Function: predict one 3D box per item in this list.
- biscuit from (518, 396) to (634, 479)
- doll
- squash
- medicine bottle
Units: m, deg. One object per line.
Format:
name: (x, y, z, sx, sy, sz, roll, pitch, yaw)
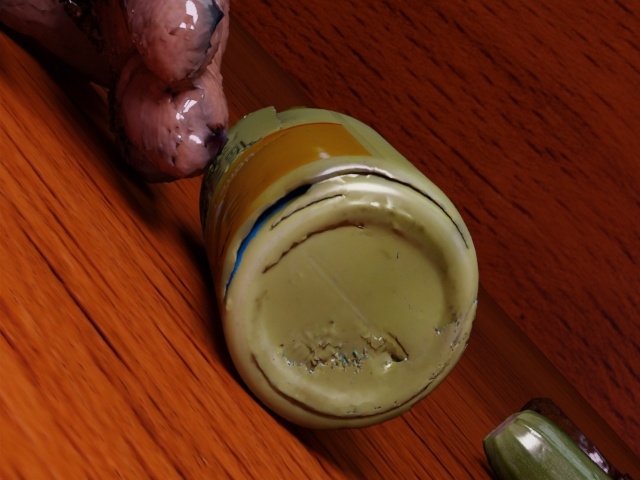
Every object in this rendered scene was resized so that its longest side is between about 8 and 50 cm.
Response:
biscuit: (0.246, 0.213, 1.563, 0.192, 0.049, 0.192, 50, 0, 0)
doll: (-0.120, -0.134, 0.937, 0.156, 0.201, 0.303, 3, 24, -10)
squash: (0.202, 0.207, 1.182, 0.229, 0.066, 0.066, 46, 5, 2)
medicine bottle: (0.000, 0.000, 0.860, 0.124, 0.124, 0.239, 45, 3, -14)
